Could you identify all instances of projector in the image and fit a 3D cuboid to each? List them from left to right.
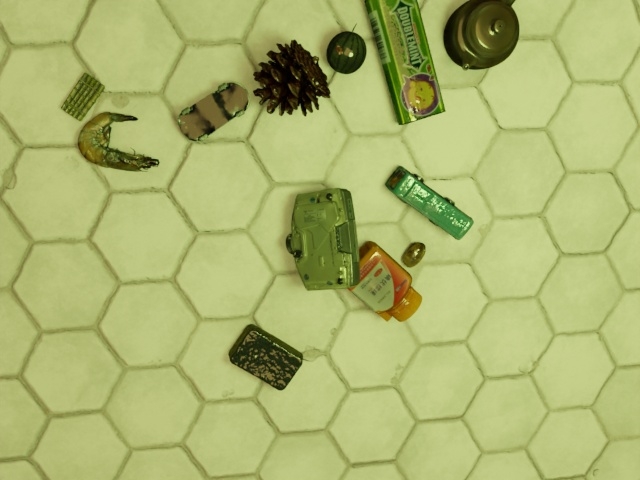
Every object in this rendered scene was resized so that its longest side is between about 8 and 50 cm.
[{"bbox_3d":[0.000,0.000,1.569,0.194,0.088,0.269,-6,89,28],"label":"projector"}]

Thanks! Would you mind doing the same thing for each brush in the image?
[{"bbox_3d":[-0.157,0.341,1.674,0.197,0.059,0.123,33,94,-12],"label":"brush"}]

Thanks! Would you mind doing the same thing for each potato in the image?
[{"bbox_3d":[0.274,0.042,1.680,0.051,0.040,0.083,34,94,-7],"label":"potato"}]

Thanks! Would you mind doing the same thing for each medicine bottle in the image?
[{"bbox_3d":[0.178,0.125,1.647,0.222,0.112,0.149,41,95,-12],"label":"medicine bottle"}]

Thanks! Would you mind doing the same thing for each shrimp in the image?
[{"bbox_3d":[-0.526,-0.258,1.520,0.218,0.051,0.150,14,92,-6],"label":"shrimp"}]

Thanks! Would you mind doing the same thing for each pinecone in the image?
[{"bbox_3d":[-0.078,-0.407,1.482,0.208,0.208,0.207,-1,101,-7],"label":"pinecone"}]

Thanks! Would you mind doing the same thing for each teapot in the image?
[{"bbox_3d":[0.444,-0.560,1.518,0.186,0.175,0.267,32,95,-14],"label":"teapot"}]

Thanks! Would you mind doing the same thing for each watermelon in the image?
[{"bbox_3d":[0.073,-0.504,1.512,0.105,0.105,0.133,16,119,-10],"label":"watermelon"}]

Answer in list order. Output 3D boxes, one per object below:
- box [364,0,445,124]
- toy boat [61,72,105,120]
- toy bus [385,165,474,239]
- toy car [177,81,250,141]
[{"bbox_3d":[0.228,-0.494,1.541,0.134,0.097,0.345,-18,102,-5],"label":"box"},{"bbox_3d":[-0.618,-0.373,1.500,0.063,0.016,0.115,35,95,-13],"label":"toy boat"},{"bbox_3d":[0.308,-0.105,1.625,0.262,0.109,0.091,33,101,-11],"label":"toy bus"},{"bbox_3d":[-0.280,-0.342,1.528,0.205,0.056,0.095,-34,103,-3],"label":"toy car"}]
